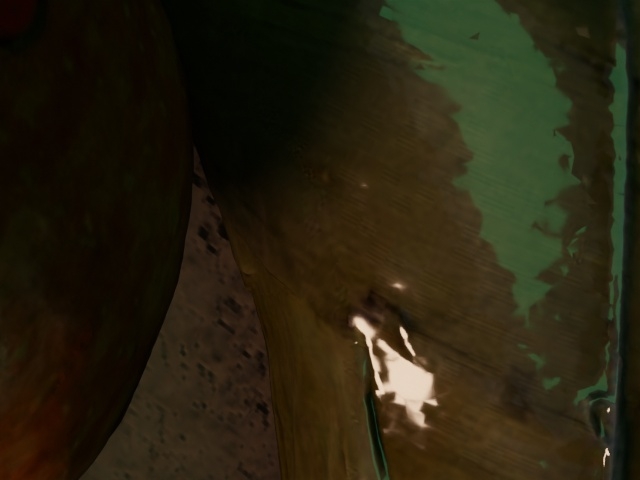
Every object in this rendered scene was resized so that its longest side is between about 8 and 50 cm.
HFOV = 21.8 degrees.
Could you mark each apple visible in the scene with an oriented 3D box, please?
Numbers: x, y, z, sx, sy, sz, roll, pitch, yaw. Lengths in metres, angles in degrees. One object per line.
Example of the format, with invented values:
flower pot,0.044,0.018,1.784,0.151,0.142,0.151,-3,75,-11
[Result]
apple,-0.181,-0.042,0.479,0.250,0.277,0.309,-45,128,-26

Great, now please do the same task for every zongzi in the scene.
zongzi,0.000,0.000,0.604,0.393,0.174,0.356,19,85,-22
